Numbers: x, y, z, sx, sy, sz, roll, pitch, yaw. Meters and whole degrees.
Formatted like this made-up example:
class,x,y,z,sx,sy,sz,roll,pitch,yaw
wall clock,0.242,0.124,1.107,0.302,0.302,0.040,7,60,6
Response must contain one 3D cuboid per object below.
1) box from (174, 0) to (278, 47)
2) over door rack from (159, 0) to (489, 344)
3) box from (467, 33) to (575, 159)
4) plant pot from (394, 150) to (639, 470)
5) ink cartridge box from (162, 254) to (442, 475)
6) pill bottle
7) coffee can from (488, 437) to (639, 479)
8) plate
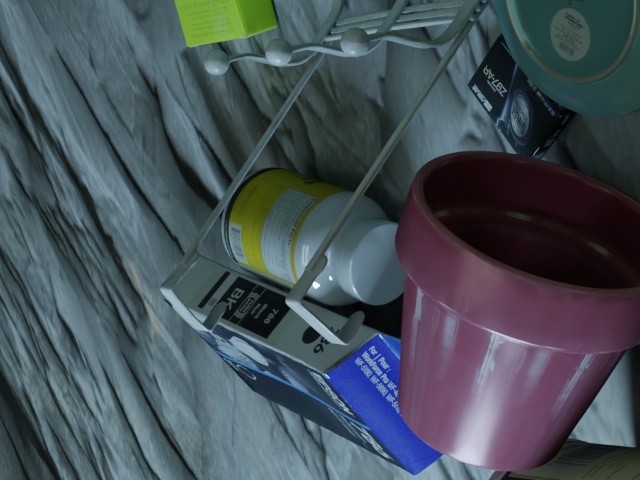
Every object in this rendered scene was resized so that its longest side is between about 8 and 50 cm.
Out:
class,x,y,z,sx,sy,sz,roll,pitch,yaw
box,-0.106,-0.271,1.662,0.109,0.042,0.178,0,109,56
over door rack,-0.015,-0.088,1.410,0.239,0.108,0.324,2,67,60
box,0.154,-0.110,1.391,0.083,0.018,0.067,57,146,17
plant pot,0.140,0.059,1.315,0.201,0.201,0.180,39,126,39
ink cartridge box,0.004,0.118,1.654,0.333,0.065,0.165,18,155,51
pill bottle,0.000,0.000,1.613,0.184,0.103,0.103,21,126,50
coffee can,0.258,0.249,1.284,0.275,0.202,0.201,-4,106,58
plate,0.183,-0.177,1.285,0.188,0.024,0.188,24,123,44
